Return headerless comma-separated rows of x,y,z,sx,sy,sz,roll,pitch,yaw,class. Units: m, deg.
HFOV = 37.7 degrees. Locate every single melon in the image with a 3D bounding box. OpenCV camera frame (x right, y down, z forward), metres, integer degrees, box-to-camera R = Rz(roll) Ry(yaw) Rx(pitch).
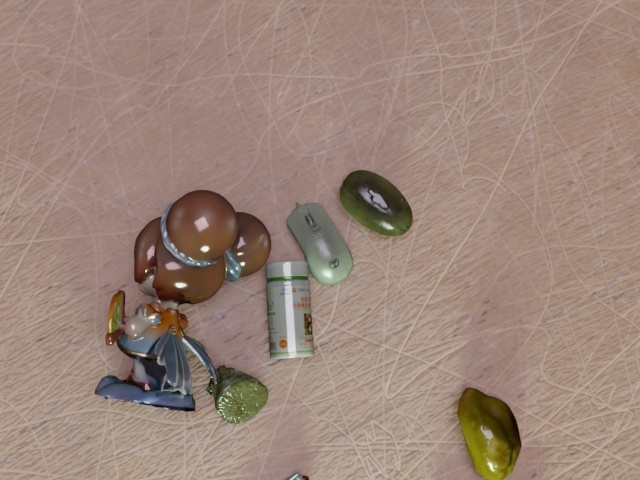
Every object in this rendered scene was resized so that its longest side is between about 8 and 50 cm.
0.111,-0.072,1.841,0.162,0.099,0.099,38,81,1,melon

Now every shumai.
-0.166,0.284,1.780,0.099,0.124,0.087,-45,47,-6,shumai

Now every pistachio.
0.325,0.372,1.802,0.100,0.110,0.189,-17,85,24,pistachio

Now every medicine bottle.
-0.060,0.134,1.802,0.086,0.086,0.183,-3,84,-6,medicine bottle

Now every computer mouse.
0.000,0.000,1.842,0.089,0.056,0.181,-28,86,-13,computer mouse

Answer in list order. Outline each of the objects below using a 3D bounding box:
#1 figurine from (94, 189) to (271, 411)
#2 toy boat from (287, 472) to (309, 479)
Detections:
-0.259,0.111,1.712,0.248,0.276,0.388,7,79,19,figurine
-0.077,0.515,1.764,0.069,0.059,0.173,43,81,1,toy boat
